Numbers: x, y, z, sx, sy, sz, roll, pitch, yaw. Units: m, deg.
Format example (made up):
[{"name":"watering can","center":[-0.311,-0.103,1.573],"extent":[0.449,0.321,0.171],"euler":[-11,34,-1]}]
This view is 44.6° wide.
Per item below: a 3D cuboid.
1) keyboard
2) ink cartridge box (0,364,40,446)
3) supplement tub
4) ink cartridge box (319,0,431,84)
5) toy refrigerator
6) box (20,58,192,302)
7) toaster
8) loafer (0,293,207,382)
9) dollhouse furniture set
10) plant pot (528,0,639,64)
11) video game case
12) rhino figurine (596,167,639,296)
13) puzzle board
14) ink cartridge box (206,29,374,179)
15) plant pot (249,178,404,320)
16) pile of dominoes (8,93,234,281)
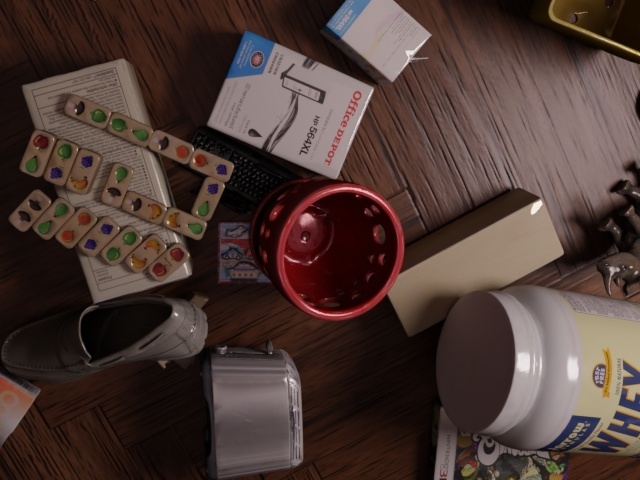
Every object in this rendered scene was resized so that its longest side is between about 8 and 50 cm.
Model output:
[{"name":"keyboard","center":[-0.117,-0.087,1.169],"extent":[0.192,0.038,0.100],"euler":[27,95,-9]},{"name":"ink cartridge box","center":[-0.533,0.261,1.170],"extent":[0.145,0.045,0.179],"euler":[35,91,-10]},{"name":"supplement tub","center":[0.359,0.191,1.143],"extent":[0.325,0.235,0.235],"euler":[9,98,-21]},{"name":"ink cartridge box","center":[0.084,-0.294,1.132],"extent":[0.143,0.092,0.090],"euler":[39,93,-10]},{"name":"toy refrigerator","center":[0.222,0.030,1.203],"extent":[0.270,0.094,0.102],"euler":[-28,108,-1]},{"name":"box","center":[-0.292,-0.084,1.104],"extent":[0.148,0.121,0.311],"euler":[-15,100,-5]},{"name":"toaster","center":[-0.106,0.265,1.180],"extent":[0.146,0.129,0.227],"euler":[-3,98,-9]},{"name":"loafer","center":[-0.319,0.131,1.105],"extent":[0.320,0.111,0.112],"euler":[-13,61,13]},{"name":"dollhouse furniture set","center":[-0.191,0.144,1.181],"extent":[0.114,0.091,0.081],"euler":[-47,116,-1]},{"name":"plant pot","center":[0.416,-0.369,1.113],"extent":[0.212,0.187,0.212],"euler":[19,96,-9]},{"name":"video game case","center":[0.294,0.367,1.288],"extent":[0.232,0.042,0.210],"euler":[3,99,-7]},{"name":"rhino figurine","center":[0.487,-0.005,1.196],"extent":[0.106,0.073,0.243],"euler":[41,60,-8]},{"name":"puzzle board","center":[-0.094,0.020,1.202],"extent":[0.128,0.011,0.096],"euler":[1,99,-7]},{"name":"ink cartridge box","center":[-0.044,-0.194,1.135],"extent":[0.203,0.086,0.148],"euler":[22,96,-9]},{"name":"plant pot","center":[0.000,0.000,1.116],"extent":[0.191,0.174,0.191],"euler":[-5,105,-20]},{"name":"pile of dominoes","center":[-0.265,-0.061,1.028],"extent":[0.251,0.040,0.196],"euler":[23,95,-10]}]
